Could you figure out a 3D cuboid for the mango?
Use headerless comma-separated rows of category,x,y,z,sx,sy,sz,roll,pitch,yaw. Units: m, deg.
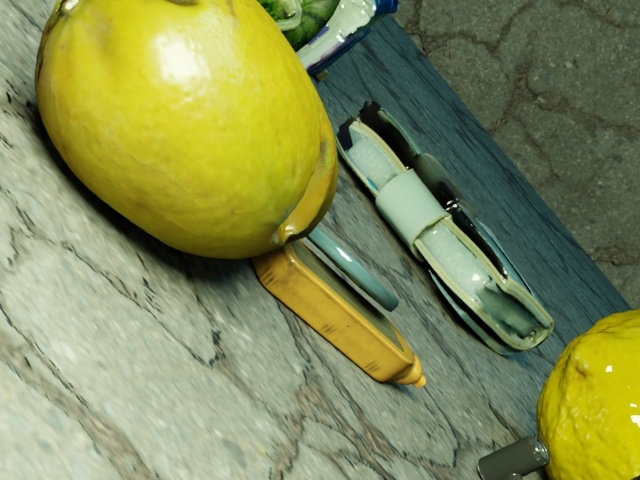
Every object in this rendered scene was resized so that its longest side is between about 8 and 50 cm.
mango,-0.061,-0.065,0.883,0.167,0.130,0.262,55,8,12

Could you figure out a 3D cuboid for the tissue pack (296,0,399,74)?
tissue pack,-0.037,-0.266,1.563,0.198,0.146,0.263,51,10,-3

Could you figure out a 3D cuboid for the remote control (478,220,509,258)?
remote control,0.209,0.035,1.834,0.061,0.029,0.162,40,15,-34

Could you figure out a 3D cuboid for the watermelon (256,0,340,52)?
watermelon,-0.061,-0.221,1.208,0.215,0.188,0.188,42,4,39

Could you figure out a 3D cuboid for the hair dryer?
hair dryer,0.141,0.178,1.095,0.026,0.047,0.083,39,30,-44

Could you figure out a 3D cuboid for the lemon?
lemon,0.282,0.161,1.279,0.260,0.204,0.204,41,15,-33

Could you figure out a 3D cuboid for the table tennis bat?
table tennis bat,0.000,0.000,1.080,0.100,0.019,0.155,42,0,-44

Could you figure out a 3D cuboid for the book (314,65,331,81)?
book,-0.066,-0.286,1.833,0.228,0.024,0.160,49,14,-10

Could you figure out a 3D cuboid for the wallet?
wallet,0.119,-0.013,1.534,0.250,0.075,0.176,55,9,29

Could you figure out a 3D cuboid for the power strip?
power strip,0.016,0.050,1.046,0.178,0.028,0.049,41,14,-35

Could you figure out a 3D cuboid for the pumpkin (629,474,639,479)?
pumpkin,0.295,0.277,1.115,0.280,0.139,0.190,46,13,-25
